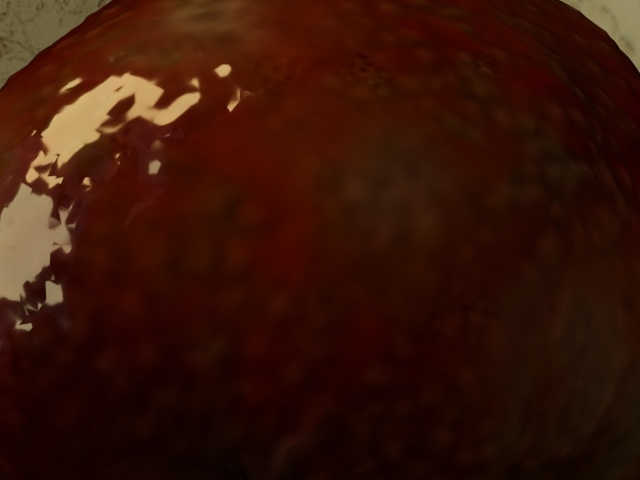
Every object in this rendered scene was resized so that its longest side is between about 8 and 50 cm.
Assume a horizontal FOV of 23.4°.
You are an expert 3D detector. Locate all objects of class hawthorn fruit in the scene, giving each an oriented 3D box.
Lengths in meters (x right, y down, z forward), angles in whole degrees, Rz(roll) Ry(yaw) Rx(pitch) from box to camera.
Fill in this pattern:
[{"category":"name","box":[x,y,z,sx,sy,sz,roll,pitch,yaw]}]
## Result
[{"category":"hawthorn fruit","box":[0.000,0.000,0.574,0.285,0.285,0.369,-54,19,45]}]
